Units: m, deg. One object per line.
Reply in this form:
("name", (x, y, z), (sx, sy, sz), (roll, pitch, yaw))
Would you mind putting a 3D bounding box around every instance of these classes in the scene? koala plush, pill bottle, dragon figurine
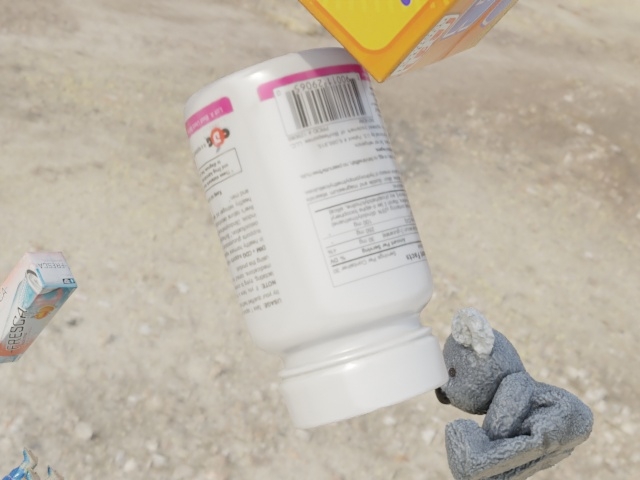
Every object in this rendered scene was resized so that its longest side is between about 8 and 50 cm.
("koala plush", (0.240, 0.207, 1.525), (0.221, 0.203, 0.196), (65, 2, 28))
("pill bottle", (0.000, 0.000, 0.921), (0.160, 0.160, 0.283), (-12, 84, -53))
("dragon figurine", (-0.396, 0.360, 1.429), (0.085, 0.144, 0.289), (44, -6, -25))

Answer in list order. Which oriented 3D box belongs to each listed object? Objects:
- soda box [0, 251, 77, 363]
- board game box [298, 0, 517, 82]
("soda box", (-0.401, 0.092, 1.496), (0.058, 0.183, 0.063), (-2, 53, -48))
("board game box", (0.081, -0.379, 0.812), (0.356, 0.356, 0.356), (46, 22, 3))
